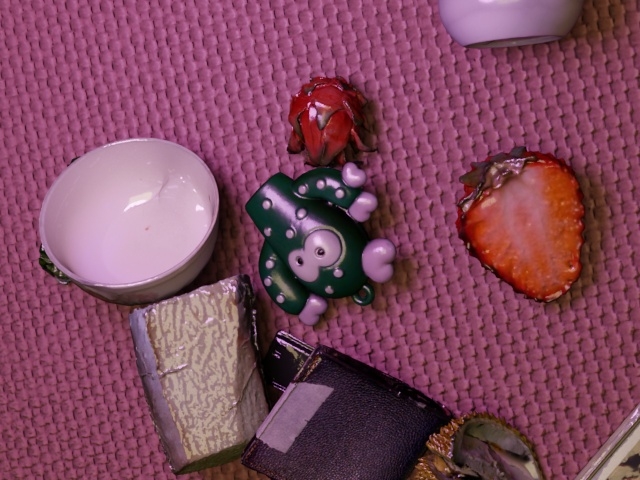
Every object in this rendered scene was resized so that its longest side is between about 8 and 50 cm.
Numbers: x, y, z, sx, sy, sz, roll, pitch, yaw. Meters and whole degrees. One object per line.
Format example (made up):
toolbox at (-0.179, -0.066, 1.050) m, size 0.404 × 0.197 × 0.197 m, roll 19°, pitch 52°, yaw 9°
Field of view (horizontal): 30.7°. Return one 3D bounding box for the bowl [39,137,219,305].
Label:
bowl at (-0.281, -0.011, 1.798) m, size 0.277 × 0.145 × 0.277 m, roll -3°, pitch 58°, yaw 5°

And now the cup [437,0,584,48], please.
cup at (0.256, -0.435, 1.627) m, size 0.212 × 0.212 × 0.317 m, roll -3°, pitch 94°, yaw 14°

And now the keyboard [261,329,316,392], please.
keyboard at (0.016, 0.226, 1.826) m, size 0.230 × 0.025 × 0.094 m, roll 27°, pitch 101°, yaw 11°

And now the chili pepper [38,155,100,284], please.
chili pepper at (-0.392, -0.030, 1.894) m, size 0.108 × 0.062 × 0.216 m, roll 9°, pitch 96°, yaw 7°

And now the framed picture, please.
framed picture at (0.542, 0.366, 1.711) m, size 0.273 × 0.016 × 0.216 m, roll 38°, pitch 101°, yaw 9°

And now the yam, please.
yam at (-0.171, 0.209, 1.785) m, size 0.202 × 0.201 × 0.271 m, roll -14°, pitch 85°, yaw -5°

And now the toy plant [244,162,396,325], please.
toy plant at (-0.002, 0.004, 1.767) m, size 0.232 × 0.112 × 0.243 m, roll -17°, pitch 99°, yaw 29°

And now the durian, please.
durian at (0.237, 0.370, 1.722) m, size 0.237 × 0.193 × 0.138 m, roll 42°, pitch 131°, yaw -8°

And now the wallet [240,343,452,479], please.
wallet at (0.040, 0.292, 1.746) m, size 0.262 × 0.071 × 0.221 m, roll 29°, pitch 105°, yaw -26°

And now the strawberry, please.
strawberry at (0.294, -0.027, 1.710) m, size 0.190 × 0.111 × 0.236 m, roll -25°, pitch 111°, yaw 4°

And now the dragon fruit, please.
dragon fruit at (0.010, -0.178, 1.761) m, size 0.121 × 0.130 × 0.142 m, roll -8°, pitch 91°, yaw -19°
